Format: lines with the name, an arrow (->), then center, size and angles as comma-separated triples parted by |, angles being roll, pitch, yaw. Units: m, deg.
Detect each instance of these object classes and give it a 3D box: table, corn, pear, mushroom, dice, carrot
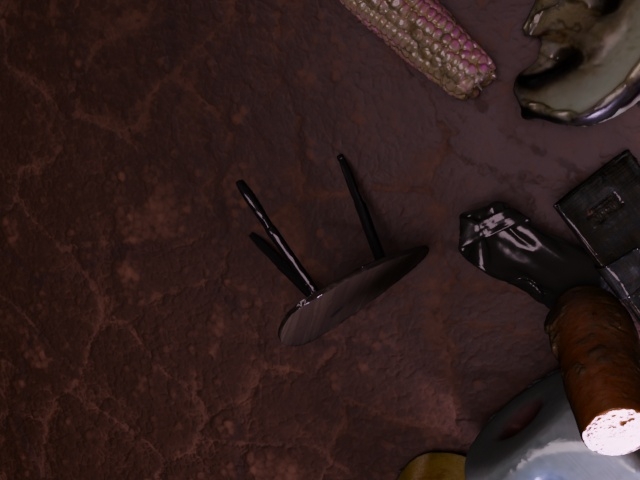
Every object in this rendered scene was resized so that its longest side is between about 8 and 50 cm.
table -> 0.000, 0.000, 1.295 | 0.317, 0.317, 0.249 | -39, 72, 20
corn -> 0.157, -0.370, 1.219 | 0.335, 0.126, 0.126 | 47, 110, 1
pear -> 0.239, 0.545, 1.323 | 0.266, 0.178, 0.267 | 5, 105, 20
mushroom -> 0.449, -0.338, 1.128 | 0.247, 0.130, 0.345 | 28, 106, 37
dice -> 0.420, 0.394, 1.185 | 0.264, 0.268, 0.262 | -44, 85, 19
carrot -> 0.422, 0.176, 1.075 | 0.138, 0.302, 0.139 | 2, 120, 4

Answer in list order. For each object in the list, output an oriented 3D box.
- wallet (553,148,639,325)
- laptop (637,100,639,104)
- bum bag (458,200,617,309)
wallet -> 0.537, 0.023, 1.167 | 0.169, 0.044, 0.317 | -36, 89, -7
laptop -> 0.589, -0.261, 1.147 | 0.197, 0.016, 0.135 | 29, 106, 11
bum bag -> 0.382, 0.035, 1.231 | 0.326, 0.080, 0.142 | 31, 115, -2
